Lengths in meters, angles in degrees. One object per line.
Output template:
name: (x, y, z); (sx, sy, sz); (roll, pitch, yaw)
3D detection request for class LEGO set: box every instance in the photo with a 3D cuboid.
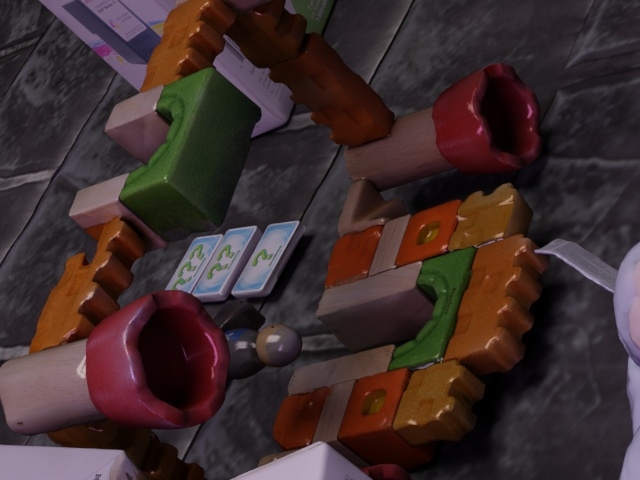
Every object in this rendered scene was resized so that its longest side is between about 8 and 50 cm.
LEGO set: (-0.132, 0.079, 1.650); (0.182, 0.060, 0.244); (-6, 49, 54)

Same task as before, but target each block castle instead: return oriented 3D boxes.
block castle: (0.000, 0.000, 1.324); (0.213, 0.303, 0.453); (-17, 42, 40)

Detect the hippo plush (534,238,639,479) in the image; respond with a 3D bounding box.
hippo plush: (0.193, 0.137, 0.978); (0.294, 0.234, 0.236); (18, 79, 38)

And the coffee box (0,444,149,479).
coffee box: (-0.119, 0.274, 1.137); (0.119, 0.297, 0.168); (-1, 50, 32)

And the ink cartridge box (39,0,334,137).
ink cartridge box: (-0.157, -0.276, 1.804); (0.119, 0.353, 0.207); (-17, 41, 41)

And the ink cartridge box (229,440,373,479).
ink cartridge box: (0.034, 0.252, 1.043); (0.100, 0.237, 0.172); (-27, 35, 36)
